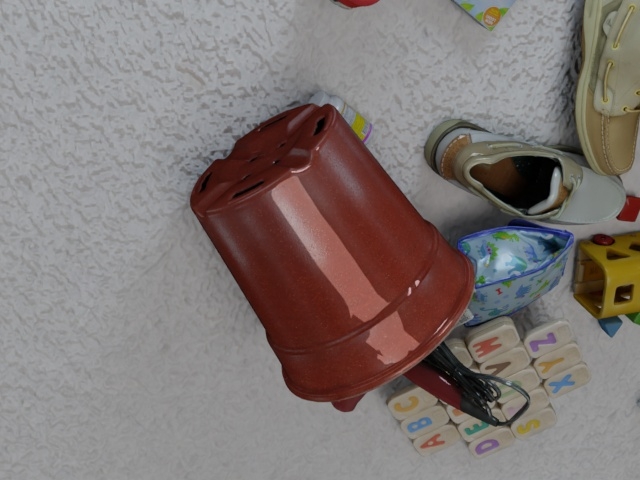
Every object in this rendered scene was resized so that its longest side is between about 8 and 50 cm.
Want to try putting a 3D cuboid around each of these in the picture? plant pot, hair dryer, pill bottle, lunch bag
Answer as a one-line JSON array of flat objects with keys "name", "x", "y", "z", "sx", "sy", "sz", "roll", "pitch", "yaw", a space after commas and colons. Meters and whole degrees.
[{"name": "plant pot", "x": 0.000, "y": 0.000, "z": 1.323, "sx": 0.272, "sy": 0.272, "sz": 0.265, "roll": -35, "pitch": 113, "yaw": 0}, {"name": "hair dryer", "x": 0.111, "y": 0.166, "z": 1.468, "sx": 0.080, "sy": 0.293, "sz": 0.223, "roll": -22, "pitch": 90, "yaw": -47}, {"name": "pill bottle", "x": 0.023, "y": -0.146, "z": 1.366, "sx": 0.083, "sy": 0.043, "sz": 0.043, "roll": 36, "pitch": 100, "yaw": -30}, {"name": "lunch bag", "x": 0.254, "y": 0.038, "z": 1.487, "sx": 0.151, "sy": 0.096, "sz": 0.129, "roll": -12, "pitch": 153, "yaw": -5}]

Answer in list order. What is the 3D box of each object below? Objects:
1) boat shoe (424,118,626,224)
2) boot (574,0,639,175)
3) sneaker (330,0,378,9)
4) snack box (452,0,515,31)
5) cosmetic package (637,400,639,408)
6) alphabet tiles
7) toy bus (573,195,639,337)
[{"name": "boat shoe", "x": 0.282, "y": -0.070, "z": 1.460, "sx": 0.302, "sy": 0.103, "sz": 0.113, "roll": 11, "pitch": 112, "yaw": -24}, {"name": "boot", "x": 0.422, "y": -0.193, "z": 1.372, "sx": 0.095, "sy": 0.203, "sz": 0.262, "roll": -18, "pitch": 114, "yaw": -42}, {"name": "sneaker", "x": 0.097, "y": -0.375, "z": 1.229, "sx": 0.107, "sy": 0.118, "sz": 0.279, "roll": 22, "pitch": 105, "yaw": -27}, {"name": "snack box", "x": 0.181, "y": -0.330, "z": 1.331, "sx": 0.141, "sy": 0.037, "sz": 0.100, "roll": 32, "pitch": 103, "yaw": -30}, {"name": "cosmetic package", "x": 0.624, "y": 0.261, "z": 1.775, "sx": 0.239, "sy": 0.060, "sz": 0.099, "roll": 18, "pitch": 107, "yaw": -26}, {"name": "alphabet tiles", "x": 0.243, "y": 0.215, "z": 1.594, "sx": 0.278, "sy": 0.021, "sz": 0.284, "roll": -25, "pitch": 136, "yaw": 7}, {"name": "toy bus", "x": 0.459, "y": 0.049, "z": 1.583, "sx": 0.191, "sy": 0.104, "sz": 0.202, "roll": 37, "pitch": 100, "yaw": -31}]
